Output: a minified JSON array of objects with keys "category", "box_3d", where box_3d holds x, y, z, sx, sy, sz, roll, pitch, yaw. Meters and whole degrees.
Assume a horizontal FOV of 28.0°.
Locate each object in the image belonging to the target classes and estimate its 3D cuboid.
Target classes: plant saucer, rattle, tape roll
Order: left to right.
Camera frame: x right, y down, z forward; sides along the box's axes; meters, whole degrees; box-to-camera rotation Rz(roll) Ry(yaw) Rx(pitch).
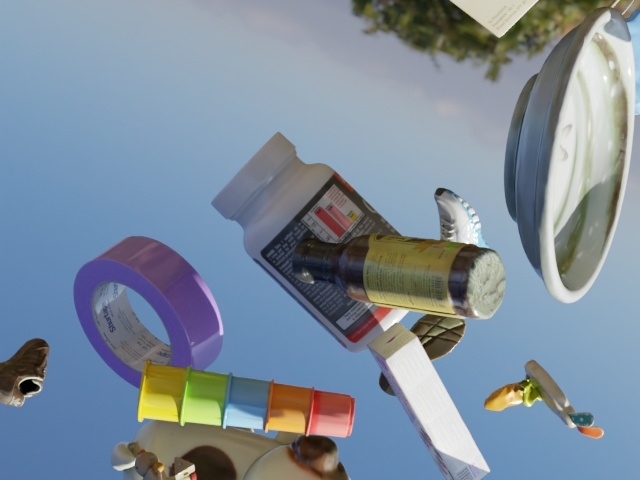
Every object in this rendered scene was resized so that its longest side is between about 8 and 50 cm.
[{"category":"tape roll","box_3d":[-0.303,0.132,2.245,0.274,0.275,0.090,27,-137,26]},{"category":"rattle","box_3d":[0.440,0.344,2.541,0.142,0.130,0.200,-25,-121,-18]},{"category":"plant saucer","box_3d":[0.331,-0.118,1.748,0.100,0.401,0.400,9,-178,26]}]

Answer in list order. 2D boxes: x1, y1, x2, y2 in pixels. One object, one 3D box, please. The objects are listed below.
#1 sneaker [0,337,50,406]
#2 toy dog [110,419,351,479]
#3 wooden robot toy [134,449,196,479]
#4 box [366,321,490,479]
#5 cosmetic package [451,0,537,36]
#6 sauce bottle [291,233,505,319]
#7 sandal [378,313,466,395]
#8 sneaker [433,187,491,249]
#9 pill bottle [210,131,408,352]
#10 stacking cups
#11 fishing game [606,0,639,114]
[{"category":"sneaker","box_3d":[-0.450,0.209,1.963,0.071,0.066,0.188,33,-160,5]},{"category":"toy dog","box_3d":[-0.114,0.408,2.183,0.407,0.285,0.395,7,156,41]},{"category":"wooden robot toy","box_3d":[-0.230,0.330,1.808,0.076,0.173,0.079,-17,-116,-39]},{"category":"box","box_3d":[0.176,0.272,2.054,0.063,0.067,0.324,34,159,56]},{"category":"cosmetic package","box_3d":[0.241,-0.508,2.177,0.309,0.160,0.113,34,-134,-11]},{"category":"sauce bottle","box_3d":[0.105,0.045,1.913,0.344,0.112,0.111,8,178,38]},{"category":"sandal","box_3d":[0.161,0.176,2.077,0.072,0.180,0.049,39,-162,-2]},{"category":"sneaker","box_3d":[0.220,-0.001,2.091,0.071,0.083,0.191,33,157,54]},{"category":"pill bottle","box_3d":[0.000,0.000,2.191,0.363,0.210,0.210,44,-172,-4]},{"category":"stacking cups","box_3d":[-0.109,0.245,1.896,0.316,0.096,0.096,9,-171,0]},{"category":"fishing game","box_3d":[0.538,-0.301,2.105,0.264,0.189,0.041,42,-179,-28]}]
